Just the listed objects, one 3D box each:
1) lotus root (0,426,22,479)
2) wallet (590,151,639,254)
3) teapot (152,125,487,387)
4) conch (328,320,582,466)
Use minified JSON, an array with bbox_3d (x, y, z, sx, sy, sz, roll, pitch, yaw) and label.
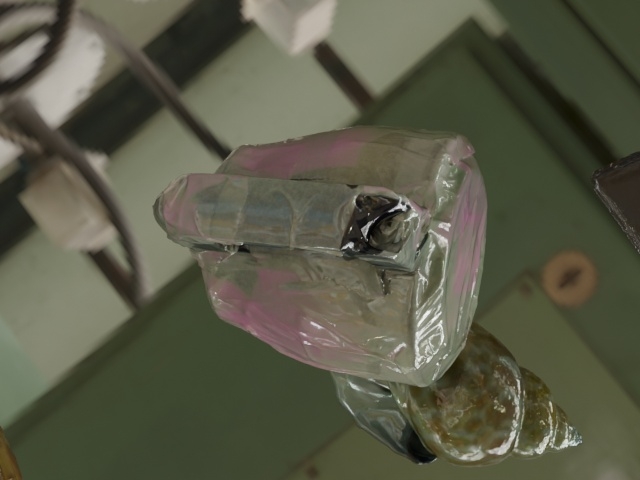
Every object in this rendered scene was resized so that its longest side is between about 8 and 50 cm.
[{"bbox_3d":[-0.276,0.214,1.132,0.316,0.250,0.316,-30,130,-42],"label":"lotus root"},{"bbox_3d":[0.365,-0.057,1.567,0.244,0.124,0.025,-26,-156,30],"label":"wallet"},{"bbox_3d":[0.000,0.013,1.143,0.221,0.178,0.163,-43,137,-65],"label":"teapot"},{"bbox_3d":[0.092,0.108,1.337,0.106,0.173,0.116,-31,123,-50],"label":"conch"}]
